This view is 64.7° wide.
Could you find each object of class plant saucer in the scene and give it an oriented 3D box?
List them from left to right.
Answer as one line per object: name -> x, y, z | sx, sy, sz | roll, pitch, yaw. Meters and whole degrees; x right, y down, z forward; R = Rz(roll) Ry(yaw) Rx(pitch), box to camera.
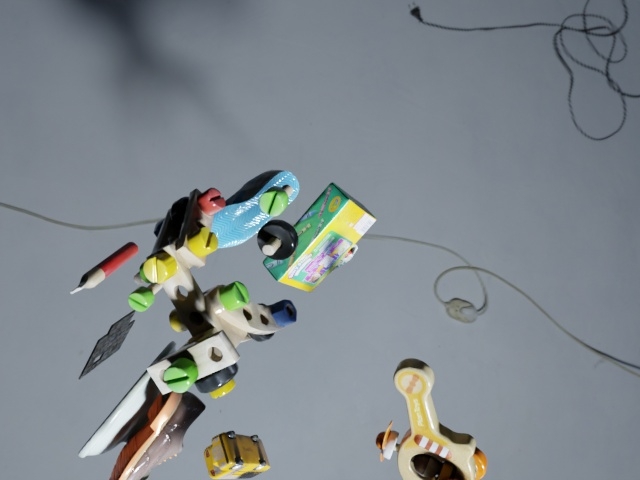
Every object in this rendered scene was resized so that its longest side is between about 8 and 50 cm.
plant saucer -> -0.541, 0.490, 1.515 | 0.100, 0.400, 0.400 | 40, 79, -5

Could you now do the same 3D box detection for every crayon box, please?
crayon box -> 0.000, 0.000, 1.323 | 0.278, 0.165, 0.081 | -48, 57, 9

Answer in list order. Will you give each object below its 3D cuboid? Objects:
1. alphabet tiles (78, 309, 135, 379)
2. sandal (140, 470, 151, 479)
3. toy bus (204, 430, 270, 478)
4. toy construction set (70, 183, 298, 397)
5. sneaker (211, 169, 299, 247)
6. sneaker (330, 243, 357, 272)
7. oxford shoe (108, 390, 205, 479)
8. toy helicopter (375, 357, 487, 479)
alphabet tiles -> -0.693, 0.334, 1.678 | 0.009, 0.198, 0.237 | 38, 116, 4
sandal -> -0.578, 0.674, 1.637 | 0.090, 0.060, 0.219 | 8, 75, -33
toy bus -> -0.279, 0.723, 1.690 | 0.130, 0.333, 0.108 | -28, 60, 6
toy construction set -> -0.198, 0.078, 0.683 | 0.308, 0.237, 0.258 | 1, 115, 18
sneaker -> -0.152, -0.064, 1.030 | 0.228, 0.092, 0.087 | -33, 113, -12
sneaker -> 0.049, 0.049, 1.487 | 0.161, 0.075, 0.057 | -28, 84, -47
oxford shoe -> -0.447, 0.570, 1.360 | 0.132, 0.130, 0.364 | 35, 89, -23
toy helicopter -> 0.212, 0.412, 1.093 | 0.234, 0.140, 0.355 | -5, 110, 30
